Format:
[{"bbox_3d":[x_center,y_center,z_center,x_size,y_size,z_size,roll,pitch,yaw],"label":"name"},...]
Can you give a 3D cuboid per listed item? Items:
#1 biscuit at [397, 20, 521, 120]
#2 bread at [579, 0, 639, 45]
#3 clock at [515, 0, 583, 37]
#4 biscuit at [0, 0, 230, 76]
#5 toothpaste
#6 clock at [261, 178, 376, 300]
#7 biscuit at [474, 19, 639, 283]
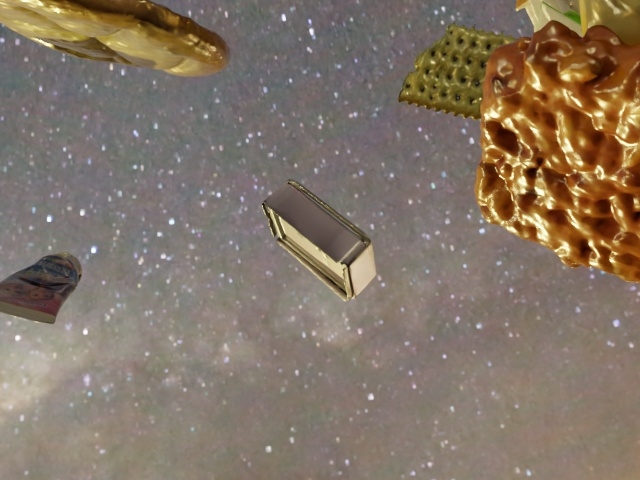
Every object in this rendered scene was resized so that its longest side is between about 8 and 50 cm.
[{"bbox_3d":[0.231,-0.247,1.061,0.203,0.144,0.016,18,-1,14],"label":"biscuit"},{"bbox_3d":[0.425,-0.388,0.732,0.245,0.329,0.424,-32,-15,-38],"label":"bread"},{"bbox_3d":[0.530,-0.510,1.524,0.235,0.310,0.166,-27,3,-37],"label":"clock"},{"bbox_3d":[-0.180,-0.169,0.565,0.203,0.041,0.260,15,5,6],"label":"biscuit"},{"bbox_3d":[-0.367,0.062,0.942,0.096,0.266,0.061,15,-84,-9],"label":"toothpaste"},{"bbox_3d":[0.000,0.001,1.215,0.073,0.193,0.145,-44,-24,-15],"label":"clock"},{"bbox_3d":[0.320,-0.086,0.790,0.110,0.318,0.312,-49,-29,-25],"label":"biscuit"}]
